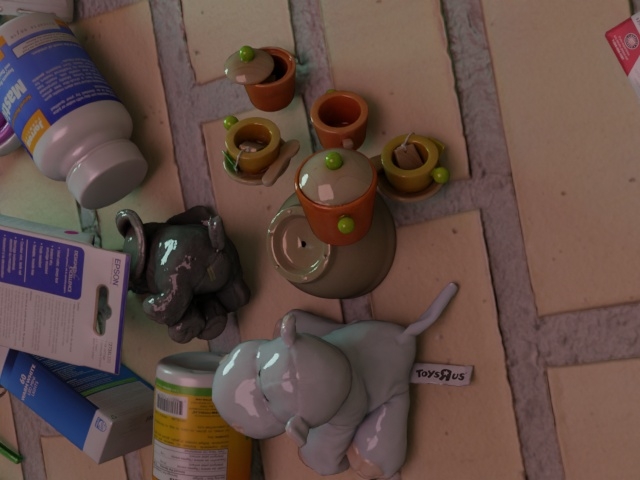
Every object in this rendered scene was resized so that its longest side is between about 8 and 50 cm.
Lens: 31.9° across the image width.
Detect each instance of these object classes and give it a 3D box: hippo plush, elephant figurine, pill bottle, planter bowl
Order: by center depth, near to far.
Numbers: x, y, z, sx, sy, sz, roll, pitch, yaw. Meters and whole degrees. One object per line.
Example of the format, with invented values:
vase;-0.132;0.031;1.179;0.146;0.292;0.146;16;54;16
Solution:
hippo plush;0.006;0.197;1.359;0.294;0.237;0.234;-11;89;33
planter bowl;0.000;0.000;1.420;0.162;0.109;0.162;3;96;32
pill bottle;-0.162;0.286;1.536;0.136;0.136;0.245;9;100;32
elephant figurine;-0.218;0.021;1.547;0.186;0.169;0.239;-47;50;-3
pill bottle;-0.366;-0.182;1.609;0.152;0.152;0.272;-45;70;27

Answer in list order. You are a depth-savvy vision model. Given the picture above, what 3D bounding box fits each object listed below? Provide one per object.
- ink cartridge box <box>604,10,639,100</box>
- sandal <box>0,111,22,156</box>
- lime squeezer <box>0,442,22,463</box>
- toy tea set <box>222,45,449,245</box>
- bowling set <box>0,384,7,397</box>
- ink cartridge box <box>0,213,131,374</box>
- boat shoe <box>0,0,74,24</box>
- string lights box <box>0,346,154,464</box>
ink cartridge box;0.394;-0.211;1.174;0.150;0.063;0.109;-32;78;31
sandal;-0.576;-0.319;1.733;0.169;0.102;0.416;-38;78;3
lime squeezer;-0.593;0.247;1.868;0.110;0.059;0.310;-25;78;1
toy tea set;-0.013;-0.137;1.358;0.336;0.200;0.124;35;154;28
bowling set;-0.535;0.092;1.744;0.200;0.154;0.287;20;105;29
ink cartridge box;-0.427;0.060;1.568;0.371;0.069;0.175;12;104;18
boat shoe;-0.495;-0.352;1.660;0.258;0.095;0.084;-1;104;3
string lights box;-0.360;0.214;1.656;0.260;0.133;0.076;31;111;27
